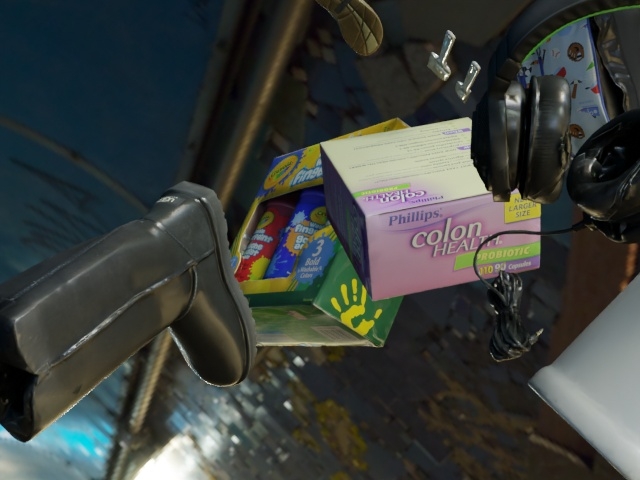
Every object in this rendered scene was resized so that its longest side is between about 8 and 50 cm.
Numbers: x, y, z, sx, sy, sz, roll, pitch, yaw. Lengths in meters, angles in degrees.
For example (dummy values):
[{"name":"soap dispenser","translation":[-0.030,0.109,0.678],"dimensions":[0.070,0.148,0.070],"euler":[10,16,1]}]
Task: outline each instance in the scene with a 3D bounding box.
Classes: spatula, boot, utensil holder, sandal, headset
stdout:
[{"name":"spatula","translation":[0.238,-0.249,1.531],"dimensions":[0.019,0.168,0.242],"euler":[-41,-4,-2]},{"name":"boot","translation":[-0.284,0.157,1.430],"dimensions":[0.146,0.367,0.445],"euler":[-1,24,29]},{"name":"utensil holder","translation":[0.508,0.152,1.205],"dimensions":[0.385,0.327,0.327],"euler":[-48,-6,3]},{"name":"sandal","translation":[0.046,-0.409,1.715],"dimensions":[0.072,0.180,0.049],"euler":[-38,21,17]},{"name":"headset","translation":[0.252,-0.061,0.932],"dimensions":[0.185,0.243,0.394],"euler":[-78,8,-48]}]

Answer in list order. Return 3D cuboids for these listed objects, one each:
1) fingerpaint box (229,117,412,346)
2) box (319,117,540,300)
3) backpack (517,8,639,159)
[{"name":"fingerpaint box","translation":[0.000,0.000,1.806],"dimensions":[0.445,0.163,0.371],"euler":[-8,52,58]},{"name":"box","translation":[0.132,-0.048,1.228],"dimensions":[0.214,0.117,0.243],"euler":[-11,27,-9]},{"name":"backpack","translation":[0.445,-0.255,1.568],"dimensions":[0.277,0.263,0.213],"euler":[-10,-5,-43]}]
